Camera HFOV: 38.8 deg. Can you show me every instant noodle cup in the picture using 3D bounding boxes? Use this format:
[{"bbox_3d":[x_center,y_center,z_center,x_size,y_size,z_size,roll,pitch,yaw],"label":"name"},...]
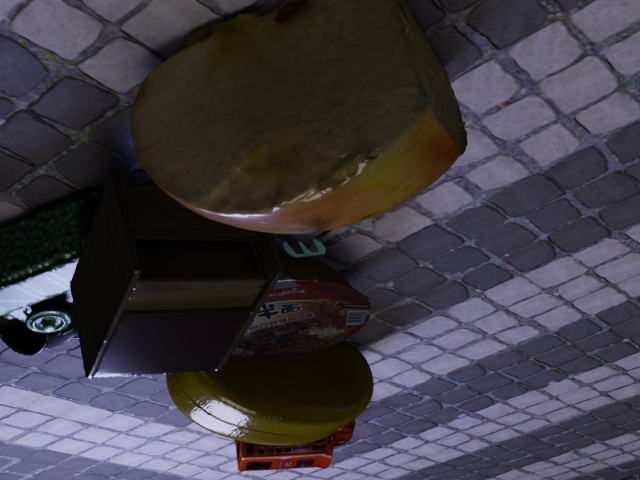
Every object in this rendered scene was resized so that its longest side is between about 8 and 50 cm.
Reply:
[{"bbox_3d":[-0.062,0.086,1.370,0.274,0.090,0.274,-6,150,-3],"label":"instant noodle cup"}]

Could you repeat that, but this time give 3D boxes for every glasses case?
[{"bbox_3d":[-0.086,0.258,1.568,0.371,0.173,0.141,13,140,-31],"label":"glasses case"}]

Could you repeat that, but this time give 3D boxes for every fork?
[{"bbox_3d":[0.000,0.002,0.949,0.039,0.021,0.235,-3,-177,9],"label":"fork"}]

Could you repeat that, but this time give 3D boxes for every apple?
[{"bbox_3d":[-0.025,-0.128,0.945,0.309,0.314,0.252,-23,104,17],"label":"apple"}]

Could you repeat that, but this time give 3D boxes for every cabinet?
[{"bbox_3d":[-0.175,0.039,1.058,0.175,0.148,0.215,0,143,-29],"label":"cabinet"}]

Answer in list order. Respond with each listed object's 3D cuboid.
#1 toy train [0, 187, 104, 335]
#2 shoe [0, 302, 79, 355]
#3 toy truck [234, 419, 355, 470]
[{"bbox_3d":[-0.343,0.039,1.208,0.270,0.115,0.154,-19,149,19],"label":"toy train"},{"bbox_3d":[-0.440,0.126,1.355,0.108,0.093,0.241,-29,141,30],"label":"shoe"},{"bbox_3d":[-0.051,0.419,1.901,0.253,0.114,0.107,0,147,-11],"label":"toy truck"}]
